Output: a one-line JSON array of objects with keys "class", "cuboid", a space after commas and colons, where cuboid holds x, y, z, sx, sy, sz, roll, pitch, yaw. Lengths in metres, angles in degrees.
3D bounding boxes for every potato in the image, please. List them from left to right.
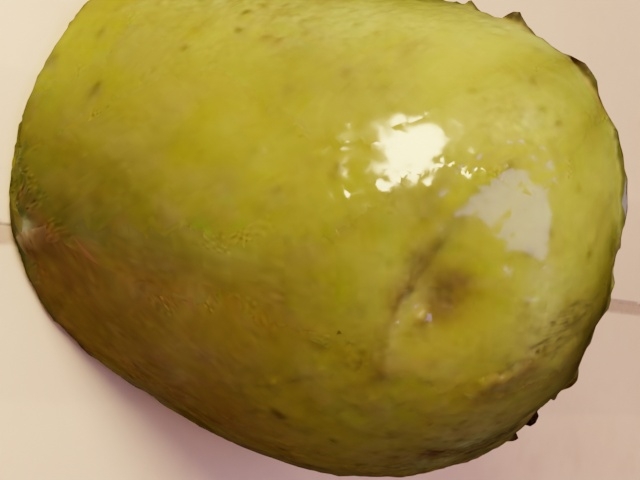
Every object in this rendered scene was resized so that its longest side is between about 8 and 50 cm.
[{"class": "potato", "cuboid": [0.000, 0.000, 0.796, 0.213, 0.280, 0.330, -19, 107, -45]}]
